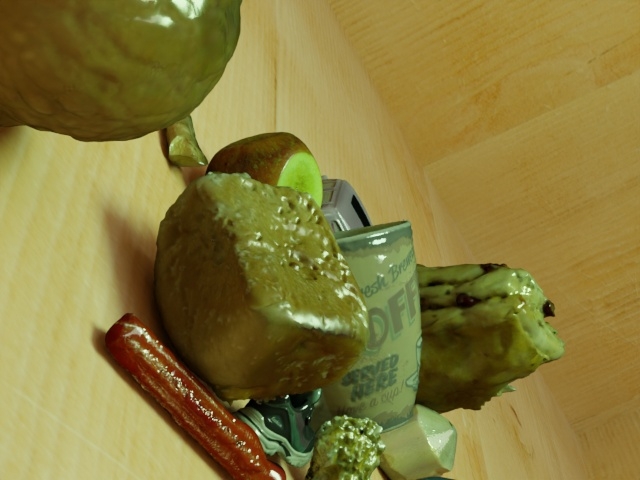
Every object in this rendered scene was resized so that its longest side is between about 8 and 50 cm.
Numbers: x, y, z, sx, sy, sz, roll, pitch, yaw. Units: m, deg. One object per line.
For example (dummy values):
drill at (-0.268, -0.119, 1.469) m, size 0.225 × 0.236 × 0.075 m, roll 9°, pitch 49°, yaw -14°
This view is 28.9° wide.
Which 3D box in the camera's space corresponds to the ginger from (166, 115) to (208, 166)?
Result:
ginger at (-0.181, -0.134, 1.610) m, size 0.057 × 0.044 × 0.137 m, roll 14°, pitch 38°, yaw -34°

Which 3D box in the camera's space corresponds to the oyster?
oyster at (0.023, 0.277, 1.501) m, size 0.122 × 0.146 × 0.045 m, roll 54°, pitch -10°, yaw -7°

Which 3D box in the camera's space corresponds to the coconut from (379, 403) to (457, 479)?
coconut at (0.150, 0.309, 1.882) m, size 0.116 × 0.122 × 0.116 m, roll 57°, pitch 15°, yaw -25°

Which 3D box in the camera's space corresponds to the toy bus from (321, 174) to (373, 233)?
toy bus at (0.000, 0.000, 1.826) m, size 0.142 × 0.142 × 0.202 m, roll 60°, pitch 14°, yaw -14°

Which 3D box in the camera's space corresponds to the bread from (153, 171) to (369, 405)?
bread at (-0.076, 0.054, 1.346) m, size 0.195 × 0.176 × 0.246 m, roll 14°, pitch 41°, yaw -43°

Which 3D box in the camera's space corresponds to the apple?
apple at (-0.069, -0.066, 1.648) m, size 0.146 × 0.163 × 0.147 m, roll -24°, pitch 102°, yaw -35°

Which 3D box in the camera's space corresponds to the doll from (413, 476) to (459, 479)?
doll at (0.178, 0.444, 1.662) m, size 0.228 × 0.154 × 0.258 m, roll -8°, pitch 82°, yaw -37°

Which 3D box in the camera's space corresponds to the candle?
candle at (-0.116, 0.182, 1.270) m, size 0.329 × 0.048 × 0.051 m, roll 54°, pitch 26°, yaw -37°

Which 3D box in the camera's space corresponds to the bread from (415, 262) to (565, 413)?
bread at (0.193, 0.165, 1.927) m, size 0.314 × 0.370 × 0.192 m, roll 49°, pitch 49°, yaw -50°

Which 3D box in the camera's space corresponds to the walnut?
walnut at (-0.226, -0.231, 1.109) m, size 0.333 × 0.332 × 0.333 m, roll 58°, pitch 15°, yaw -26°

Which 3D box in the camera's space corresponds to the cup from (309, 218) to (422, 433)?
cup at (0.004, 0.123, 1.553) m, size 0.301 × 0.227 × 0.257 m, roll -12°, pitch 90°, yaw -45°

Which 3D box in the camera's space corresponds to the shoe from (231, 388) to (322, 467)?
shoe at (-0.034, 0.195, 1.417) m, size 0.071 × 0.099 × 0.169 m, roll 37°, pitch 1°, yaw 28°
